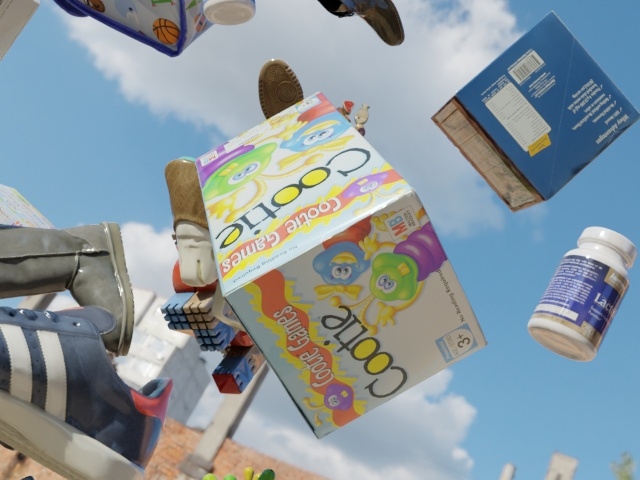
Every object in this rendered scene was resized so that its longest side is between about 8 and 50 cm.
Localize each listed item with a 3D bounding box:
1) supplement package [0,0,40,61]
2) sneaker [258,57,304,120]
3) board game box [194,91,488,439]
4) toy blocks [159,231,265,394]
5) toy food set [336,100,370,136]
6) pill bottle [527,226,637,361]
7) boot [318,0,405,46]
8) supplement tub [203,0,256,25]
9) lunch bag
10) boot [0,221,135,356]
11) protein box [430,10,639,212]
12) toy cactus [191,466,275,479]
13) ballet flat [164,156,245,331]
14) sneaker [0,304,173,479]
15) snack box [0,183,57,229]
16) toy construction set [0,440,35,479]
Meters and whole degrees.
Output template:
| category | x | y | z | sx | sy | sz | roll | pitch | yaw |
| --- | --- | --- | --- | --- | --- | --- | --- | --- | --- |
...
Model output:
| category | x | y | z | sx | sy | sz | roll | pitch | yaw |
| --- | --- | --- | --- | --- | --- | --- | --- | --- | --- |
| supplement package | -0.496 | -0.334 | 0.932 | 0.262 | 0.199 | 0.198 | 31 | -61 | -32 |
| sneaker | -0.060 | -0.283 | 1.747 | 0.099 | 0.153 | 0.282 | -17 | -70 | 11 |
| board game box | 0.000 | 0.000 | 0.633 | 0.144 | 0.142 | 0.275 | 61 | 1 | -27 |
| toy blocks | -0.182 | 0.102 | 1.431 | 0.190 | 0.261 | 0.381 | -5 | -63 | 29 |
| toy food set | 0.057 | -0.241 | 1.537 | 0.078 | 0.122 | 0.019 | 16 | -37 | -6 |
| pill bottle | 0.568 | 0.112 | 1.654 | 0.153 | 0.265 | 0.153 | 29 | -15 | 9 |
| boot | 0.061 | -0.417 | 1.387 | 0.219 | 0.106 | 0.082 | 49 | -28 | -22 |
| supplement tub | -0.123 | -0.348 | 1.021 | 0.071 | 0.107 | 0.071 | -4 | -8 | -1 |
| lunch bag | -0.339 | -0.553 | 1.454 | 0.385 | 0.328 | 0.239 | 27 | -47 | 6 |
| boot | -0.321 | 0.052 | 0.853 | 0.208 | 0.190 | 0.076 | 0 | -39 | -31 |
| protein box | 0.316 | -0.185 | 1.151 | 0.201 | 0.200 | 0.136 | 49 | -8 | -1 |
| toy cactus | -0.186 | 0.520 | 1.492 | 0.219 | 0.180 | 0.112 | -15 | -78 | 3 |
| ballet flat | -0.124 | 0.043 | 1.074 | 0.116 | 0.124 | 0.342 | 4 | -39 | 39 |
| sneaker | -0.287 | 0.098 | 0.719 | 0.131 | 0.148 | 0.350 | -10 | -45 | 48 |
| snack box | -0.641 | -0.041 | 1.616 | 0.174 | 0.070 | 0.207 | 43 | -2 | 3 |
| toy construction set | -0.345 | 0.370 | 1.213 | 0.257 | 0.237 | 0.309 | 53 | -26 | 32 |
